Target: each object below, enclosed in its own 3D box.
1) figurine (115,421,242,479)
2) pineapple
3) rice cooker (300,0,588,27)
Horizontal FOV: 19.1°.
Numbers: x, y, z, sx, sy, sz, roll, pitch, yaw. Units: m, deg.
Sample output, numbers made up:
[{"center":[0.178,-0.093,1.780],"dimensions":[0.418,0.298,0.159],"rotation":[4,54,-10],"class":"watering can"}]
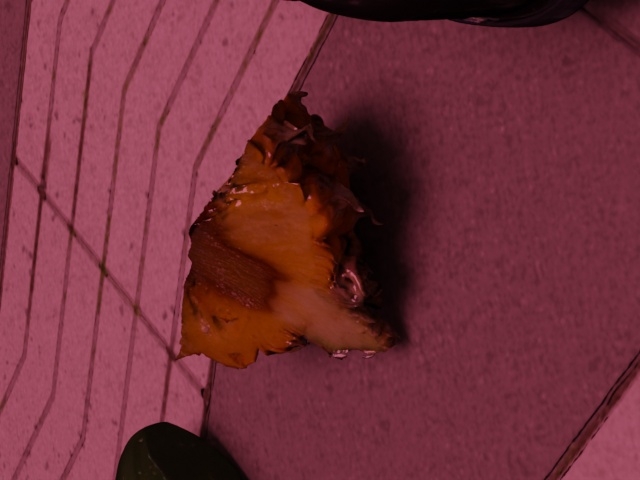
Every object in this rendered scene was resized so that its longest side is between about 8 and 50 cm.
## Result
[{"center":[-0.135,0.287,1.595],"dimensions":[0.185,0.127,0.234],"rotation":[44,118,33],"class":"figurine"},{"center":[0.001,-0.004,1.398],"dimensions":[0.164,0.140,0.250],"rotation":[20,136,9],"class":"pineapple"},{"center":[0.066,-0.253,1.151],"dimensions":[0.267,0.224,0.267],"rotation":[6,98,52],"class":"rice cooker"}]
